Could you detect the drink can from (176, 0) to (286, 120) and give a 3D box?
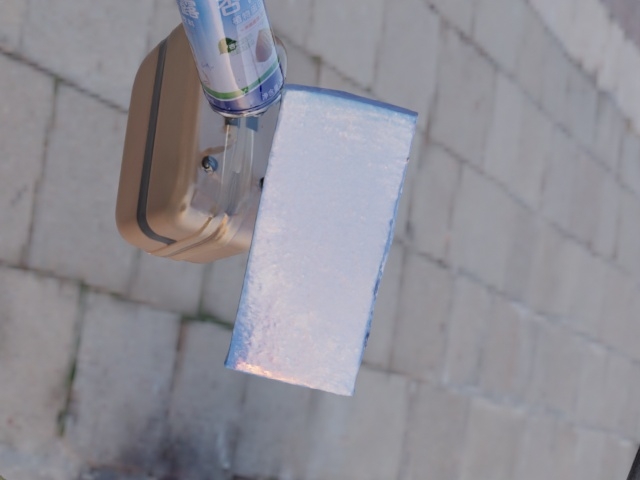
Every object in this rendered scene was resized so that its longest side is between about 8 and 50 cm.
[{"bbox_3d":[-0.104,-0.247,1.807,0.235,0.097,0.097,76,31,-43],"label":"drink can"}]

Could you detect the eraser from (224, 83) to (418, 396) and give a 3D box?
[{"bbox_3d":[0.000,0.000,1.717,0.042,0.144,0.311,-71,173,-71],"label":"eraser"}]

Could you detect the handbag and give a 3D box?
[{"bbox_3d":[-0.168,-0.115,2.148,0.149,0.283,0.301,15,67,-28],"label":"handbag"}]

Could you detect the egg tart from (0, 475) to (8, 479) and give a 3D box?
[{"bbox_3d":[-0.360,0.315,1.493,0.169,0.388,0.388,-100,173,-45],"label":"egg tart"}]

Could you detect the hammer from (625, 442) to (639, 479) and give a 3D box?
[{"bbox_3d":[0.237,0.253,1.367,0.037,0.137,0.289,-90,-160,-77],"label":"hammer"}]
